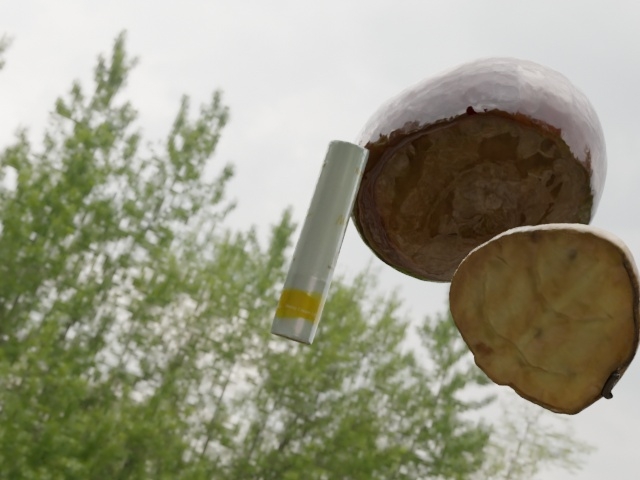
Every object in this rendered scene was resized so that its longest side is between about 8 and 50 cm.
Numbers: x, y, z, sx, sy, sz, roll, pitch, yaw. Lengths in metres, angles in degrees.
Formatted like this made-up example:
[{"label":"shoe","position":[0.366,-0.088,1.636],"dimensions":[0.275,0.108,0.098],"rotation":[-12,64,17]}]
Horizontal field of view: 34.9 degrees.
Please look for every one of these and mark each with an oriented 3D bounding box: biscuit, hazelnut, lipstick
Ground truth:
[{"label":"biscuit","position":[0.232,0.074,1.032],"dimensions":[0.203,0.041,0.260],"rotation":[48,-39,14]},{"label":"hazelnut","position":[0.242,-0.106,1.596],"dimensions":[0.409,0.359,0.359],"rotation":[-18,-36,22]},{"label":"lipstick","position":[0.000,0.000,1.305],"dimensions":[0.059,0.264,0.059],"rotation":[16,-10,3]}]
